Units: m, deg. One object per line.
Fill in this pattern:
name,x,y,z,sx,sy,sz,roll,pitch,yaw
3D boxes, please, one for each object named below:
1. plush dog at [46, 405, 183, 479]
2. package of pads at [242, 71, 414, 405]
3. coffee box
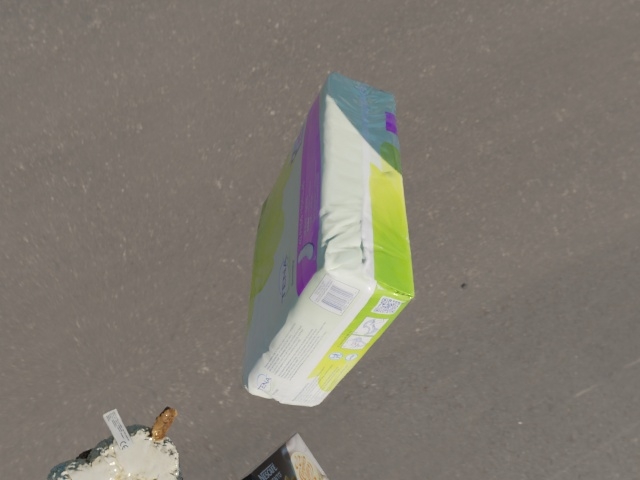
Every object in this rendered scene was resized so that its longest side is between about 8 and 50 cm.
plush dog,-0.337,0.412,1.193,0.262,0.225,0.211,26,60,-12
package of pads,0.000,0.000,0.711,0.101,0.229,0.297,17,45,-15
coffee box,-0.086,0.507,1.335,0.098,0.246,0.141,-39,79,16
